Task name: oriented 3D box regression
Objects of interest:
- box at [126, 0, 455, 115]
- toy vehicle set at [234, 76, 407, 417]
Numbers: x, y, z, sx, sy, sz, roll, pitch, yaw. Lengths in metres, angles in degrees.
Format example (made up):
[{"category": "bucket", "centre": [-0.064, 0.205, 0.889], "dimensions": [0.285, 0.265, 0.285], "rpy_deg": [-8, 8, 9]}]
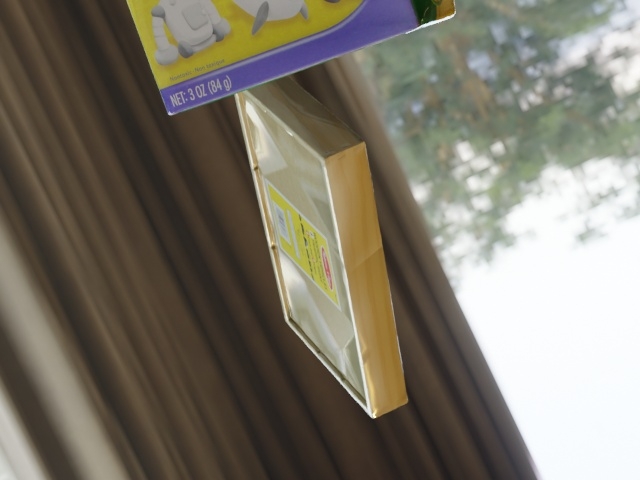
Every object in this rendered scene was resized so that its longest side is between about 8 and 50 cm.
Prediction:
[{"category": "box", "centre": [-0.032, -0.144, 0.549], "dimensions": [0.105, 0.179, 0.043], "rpy_deg": [-17, -174, 27]}, {"category": "toy vehicle set", "centre": [0.000, 0.000, 1.322], "dimensions": [0.035, 0.267, 0.166], "rpy_deg": [-24, -141, -17]}]
